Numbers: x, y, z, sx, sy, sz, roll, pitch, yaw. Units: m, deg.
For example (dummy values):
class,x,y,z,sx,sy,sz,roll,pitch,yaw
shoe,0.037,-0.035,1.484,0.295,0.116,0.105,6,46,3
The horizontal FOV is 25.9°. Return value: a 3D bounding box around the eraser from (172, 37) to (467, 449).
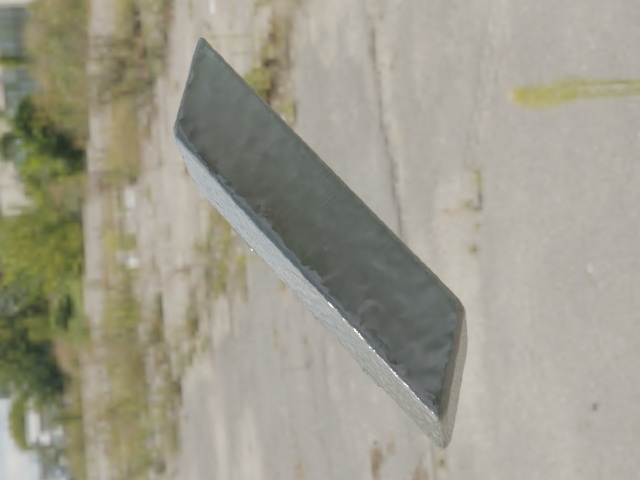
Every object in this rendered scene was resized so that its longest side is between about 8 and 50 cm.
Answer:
class,x,y,z,sx,sy,sz,roll,pitch,yaw
eraser,0.001,-0.001,1.057,0.352,0.077,0.111,47,169,19
